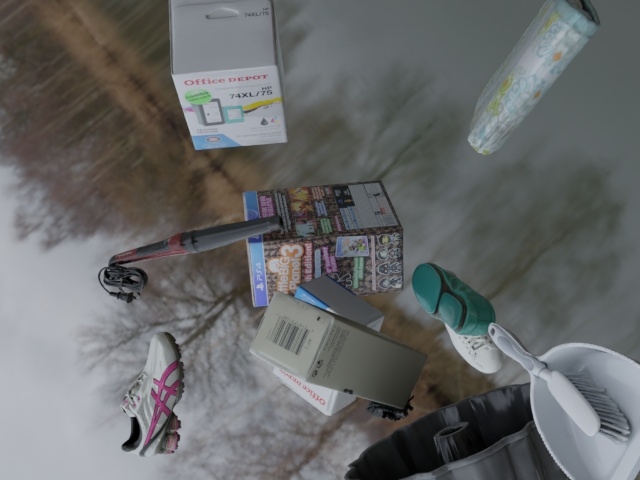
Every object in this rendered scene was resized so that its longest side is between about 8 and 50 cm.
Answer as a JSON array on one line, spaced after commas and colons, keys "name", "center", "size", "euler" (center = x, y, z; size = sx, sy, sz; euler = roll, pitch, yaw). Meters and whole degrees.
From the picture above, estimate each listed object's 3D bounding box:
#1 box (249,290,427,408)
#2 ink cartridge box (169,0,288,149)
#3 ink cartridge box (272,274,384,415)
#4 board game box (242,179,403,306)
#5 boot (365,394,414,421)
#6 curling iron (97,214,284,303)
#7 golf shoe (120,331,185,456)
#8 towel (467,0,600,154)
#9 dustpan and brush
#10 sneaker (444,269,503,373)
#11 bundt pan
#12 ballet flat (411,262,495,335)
[{"name": "box", "center": [0.033, 0.159, 1.235], "size": [0.113, 0.094, 0.275], "euler": [22, 176, 38]}, {"name": "ink cartridge box", "center": [-0.174, -0.334, 1.715], "size": [0.270, 0.198, 0.197], "euler": [84, -179, -66]}, {"name": "ink cartridge box", "center": [0.012, 0.190, 1.593], "size": [0.148, 0.086, 0.203], "euler": [33, 123, 27]}, {"name": "board game box", "center": [0.000, 0.000, 1.726], "size": [0.232, 0.290, 0.141], "euler": [-104, 9, -62]}, {"name": "boot", "center": [0.090, 0.228, 1.380], "size": [0.121, 0.099, 0.045], "euler": [9, 144, 5]}, {"name": "curling iron", "center": [-0.169, 0.017, 1.140], "size": [0.068, 0.274, 0.035], "euler": [70, -162, 0]}, {"name": "golf shoe", "center": [-0.247, 0.226, 1.285], "size": [0.086, 0.186, 0.067], "euler": [3, -177, -32]}, {"name": "towel", "center": [0.430, -0.353, 1.782], "size": [0.090, 0.321, 0.374], "euler": [33, -154, -1]}, {"name": "dustpan and brush", "center": [0.245, 0.146, 0.895], "size": [0.060, 0.147, 0.211], "euler": [6, -154, -26]}, {"name": "sneaker", "center": [0.353, 0.215, 2.186], "size": [0.290, 0.106, 0.123], "euler": [57, -164, 2]}, {"name": "bundt pan", "center": [0.204, 0.317, 1.213], "size": [0.331, 0.330, 0.124], "euler": [154, 93, -84]}, {"name": "ballet flat", "center": [0.233, 0.106, 1.516], "size": [0.087, 0.083, 0.247], "euler": [13, -168, -17]}]
